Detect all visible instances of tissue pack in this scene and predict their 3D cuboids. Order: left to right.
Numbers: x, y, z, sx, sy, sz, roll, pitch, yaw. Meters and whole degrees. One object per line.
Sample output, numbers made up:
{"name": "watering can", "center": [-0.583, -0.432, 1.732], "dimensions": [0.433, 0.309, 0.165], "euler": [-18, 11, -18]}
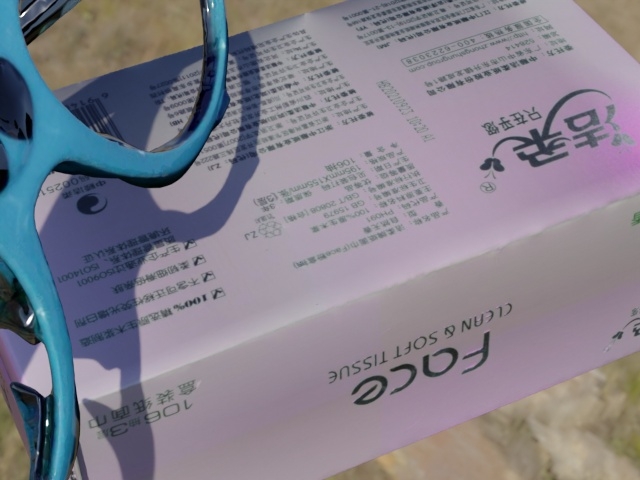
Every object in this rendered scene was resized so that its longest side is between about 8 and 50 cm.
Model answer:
{"name": "tissue pack", "center": [0.000, 0.000, 0.532], "dimensions": [0.246, 0.092, 0.148], "euler": [-19, 46, -16]}

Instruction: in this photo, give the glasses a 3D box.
{"name": "glasses", "center": [-0.106, 0.008, 0.399], "dimensions": [0.102, 0.207, 0.239], "euler": [29, 59, -16]}
